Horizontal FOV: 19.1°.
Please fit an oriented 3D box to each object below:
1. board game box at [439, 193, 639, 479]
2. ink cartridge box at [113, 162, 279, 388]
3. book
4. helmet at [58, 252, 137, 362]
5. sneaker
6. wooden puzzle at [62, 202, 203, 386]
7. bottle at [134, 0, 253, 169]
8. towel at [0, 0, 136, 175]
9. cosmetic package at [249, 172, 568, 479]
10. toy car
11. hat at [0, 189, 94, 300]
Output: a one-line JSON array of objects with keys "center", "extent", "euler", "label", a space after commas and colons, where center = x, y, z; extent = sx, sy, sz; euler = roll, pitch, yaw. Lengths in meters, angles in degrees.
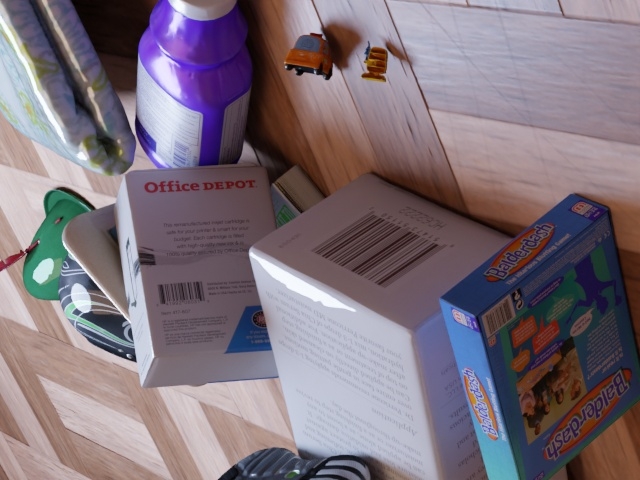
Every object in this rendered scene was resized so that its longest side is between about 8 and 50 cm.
[{"center": [0.189, 0.090, 1.586], "extent": [0.047, 0.160, 0.210], "euler": [26, 143, 45], "label": "board game box"}, {"center": [-0.116, 0.034, 1.888], "extent": [0.086, 0.148, 0.203], "euler": [118, 145, -59], "label": "ink cartridge box"}, {"center": [0.000, 0.000, 1.947], "extent": [0.144, 0.035, 0.096], "euler": [49, 158, 4], "label": "book"}, {"center": [-0.230, 0.054, 2.251], "extent": [0.162, 0.169, 0.169], "euler": [26, 147, 17], "label": "helmet"}, {"center": [-0.011, 0.276, 1.836], "extent": [0.229, 0.086, 0.132], "euler": [-4, 118, 58], "label": "sneaker"}, {"center": [-0.129, 0.033, 1.998], "extent": [0.221, 0.239, 0.044], "euler": [48, 123, 10], "label": "wooden puzzle"}, {"center": [-0.123, -0.168, 1.862], "extent": [0.118, 0.092, 0.283], "euler": [44, 153, 19], "label": "bottle"}, {"center": [-0.337, -0.253, 2.029], "extent": [0.374, 0.090, 0.320], "euler": [65, 168, -20], "label": "towel"}, {"center": [0.101, 0.186, 1.825], "extent": [0.230, 0.161, 0.453], "euler": [27, 140, 43], "label": "cosmetic package"}, {"center": [0.023, -0.164, 1.709], "extent": [0.122, 0.060, 0.040], "euler": [10, 89, 34], "label": "toy car"}, {"center": [-0.371, 0.054, 2.460], "extent": [0.173, 0.183, 0.208], "euler": [53, 155, -1], "label": "hat"}]
